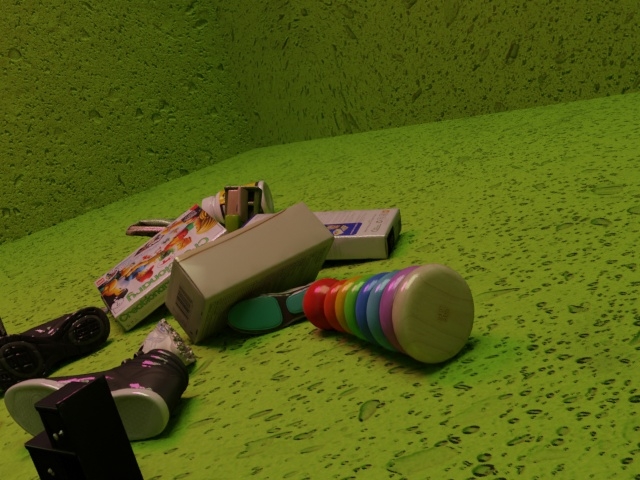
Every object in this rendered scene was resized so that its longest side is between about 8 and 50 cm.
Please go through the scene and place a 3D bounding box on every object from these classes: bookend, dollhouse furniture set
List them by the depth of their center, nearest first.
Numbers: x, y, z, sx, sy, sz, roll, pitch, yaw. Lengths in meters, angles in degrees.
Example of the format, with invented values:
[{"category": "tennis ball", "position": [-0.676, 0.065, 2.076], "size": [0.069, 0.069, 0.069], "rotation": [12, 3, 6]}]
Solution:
[{"category": "bookend", "position": [-0.326, 0.254, 0.919], "size": [0.156, 0.157, 0.072], "rotation": [-4, 18, 36]}, {"category": "dollhouse furniture set", "position": [-0.324, -0.076, 1.851], "size": [0.301, 0.151, 0.197], "rotation": [1, -5, 12]}]

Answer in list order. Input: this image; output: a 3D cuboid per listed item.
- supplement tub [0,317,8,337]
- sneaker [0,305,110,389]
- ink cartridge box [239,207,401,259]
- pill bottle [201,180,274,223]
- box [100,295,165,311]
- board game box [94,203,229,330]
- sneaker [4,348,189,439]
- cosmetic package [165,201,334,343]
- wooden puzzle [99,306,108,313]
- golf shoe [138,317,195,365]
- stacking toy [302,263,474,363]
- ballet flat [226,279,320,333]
[{"category": "supplement tub", "position": [-0.812, 0.132, 1.515], "size": [0.207, 0.338, 0.207], "rotation": [-14, 14, 4]}, {"category": "sneaker", "position": [-0.573, 0.222, 1.446], "size": [0.286, 0.109, 0.130], "rotation": [-19, 4, -40]}, {"category": "ink cartridge box", "position": [-0.008, -0.014, 1.654], "size": [0.370, 0.069, 0.176], "rotation": [1, 22, 17]}, {"category": "pill bottle", "position": [-0.263, -0.110, 2.277], "size": [0.208, 0.119, 0.119], "rotation": [-14, 15, 10]}, {"category": "box", "position": [-0.405, 0.083, 1.748], "size": [0.175, 0.051, 0.220], "rotation": [-7, 31, 29]}, {"category": "board game box", "position": [-0.355, 0.054, 1.622], "size": [0.305, 0.053, 0.193], "rotation": [-40, 35, -12]}, {"category": "sneaker", "position": [-0.337, 0.238, 1.116], "size": [0.295, 0.105, 0.147], "rotation": [-4, 16, 19]}, {"category": "cosmetic package", "position": [-0.137, 0.059, 1.395], "size": [0.309, 0.113, 0.160], "rotation": [-26, -26, -36]}, {"category": "wooden puzzle", "position": [-0.537, 0.174, 1.729], "size": [0.049, 0.006, 0.083], "rotation": [-18, 15, -9]}, {"category": "golf shoe", "position": [-0.280, 0.204, 1.284], "size": [0.086, 0.069, 0.176], "rotation": [-41, 18, -14]}, {"category": "stacking toy", "position": [0.084, 0.107, 1.132], "size": [0.141, 0.141, 0.330], "rotation": [-24, 11, -30]}, {"category": "ballet flat", "position": [-0.067, 0.128, 1.330], "size": [0.213, 0.072, 0.068], "rotation": [-15, -13, -1]}]
